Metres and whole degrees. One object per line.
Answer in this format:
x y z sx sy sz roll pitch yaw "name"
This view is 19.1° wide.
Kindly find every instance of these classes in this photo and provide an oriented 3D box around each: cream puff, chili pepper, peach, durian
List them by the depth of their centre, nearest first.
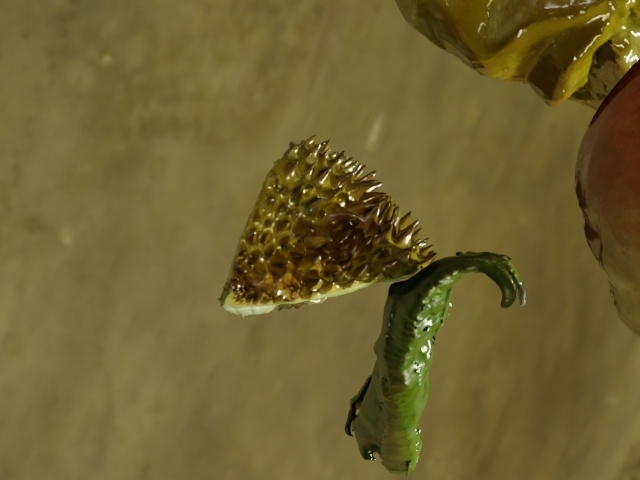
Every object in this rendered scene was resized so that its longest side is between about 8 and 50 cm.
0.280 -0.023 1.147 0.214 0.235 0.214 -9 101 -56 "peach"
0.207 -0.250 1.468 0.323 0.270 0.274 8 111 -50 "cream puff"
0.000 0.000 1.478 0.139 0.144 0.252 -37 178 12 "durian"
0.077 0.102 1.536 0.076 0.085 0.359 -32 163 -23 "chili pepper"
